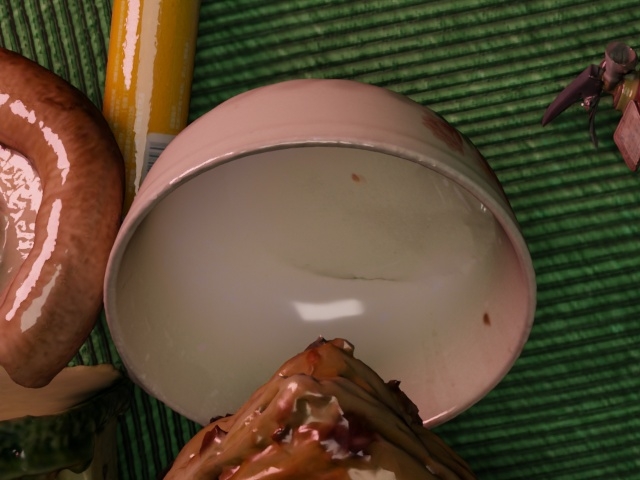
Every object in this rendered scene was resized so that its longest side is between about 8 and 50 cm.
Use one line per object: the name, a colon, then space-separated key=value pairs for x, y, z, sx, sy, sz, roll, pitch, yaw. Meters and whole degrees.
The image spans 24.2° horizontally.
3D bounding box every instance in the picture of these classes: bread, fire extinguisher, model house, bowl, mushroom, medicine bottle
bread: x=0.032 y=0.243 z=0.990 sx=0.324 sy=0.167 sz=0.277 roll=44 pitch=116 yaw=-2
fire extinguisher: x=0.293 y=-0.072 z=1.028 sx=0.269 sy=0.105 sz=0.105 roll=16 pitch=92 yaw=2
model house: x=-0.238 y=0.191 z=1.022 sx=0.214 sy=0.195 sz=0.189 roll=-1 pitch=99 yaw=6
bowl: x=0.000 y=0.000 z=0.993 sx=0.277 sy=0.145 sz=0.277 roll=1 pitch=133 yaw=1
mushroom: x=-0.216 y=-0.049 z=1.011 sx=0.151 sy=0.156 sz=0.286 roll=-42 pitch=68 yaw=10
medicine bottle: x=-0.121 y=-0.121 z=1.058 sx=0.074 sy=0.074 sz=0.218 roll=7 pitch=93 yaw=3
